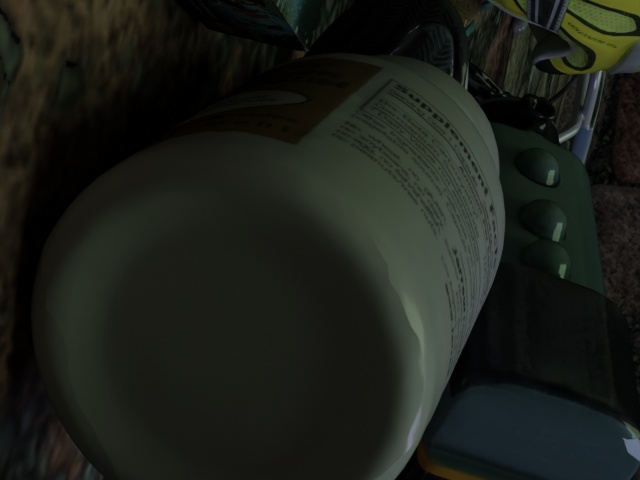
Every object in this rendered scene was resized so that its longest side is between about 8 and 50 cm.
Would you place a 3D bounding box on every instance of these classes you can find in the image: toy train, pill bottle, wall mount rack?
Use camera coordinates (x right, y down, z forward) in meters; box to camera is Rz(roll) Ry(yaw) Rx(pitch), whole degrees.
[{"bbox_3d":[0.091,0.055,0.745,0.334,0.142,0.190,-80,-166,-52],"label":"toy train"},{"bbox_3d":[0.000,0.000,0.497,0.229,0.131,0.131,-48,151,-65],"label":"pill bottle"},{"bbox_3d":[0.231,-0.083,1.486,0.350,0.130,0.304,90,16,-51],"label":"wall mount rack"}]

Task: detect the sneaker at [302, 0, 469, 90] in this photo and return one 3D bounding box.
[{"bbox_3d":[0.014,-0.026,0.684,0.132,0.086,0.229,-51,164,-73],"label":"sneaker"}]

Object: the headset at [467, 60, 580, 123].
[{"bbox_3d":[0.232,-0.269,1.103,0.243,0.185,0.394,18,-95,60],"label":"headset"}]

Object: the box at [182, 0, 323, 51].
[{"bbox_3d":[-0.007,-0.196,0.431,0.159,0.044,0.233,40,66,-77],"label":"box"}]

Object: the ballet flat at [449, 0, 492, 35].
[{"bbox_3d":[0.064,-0.156,0.798,0.206,0.073,0.067,-55,130,-65],"label":"ballet flat"}]

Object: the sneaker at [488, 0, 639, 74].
[{"bbox_3d":[0.116,-0.190,0.671,0.384,0.147,0.145,41,36,-47],"label":"sneaker"}]
